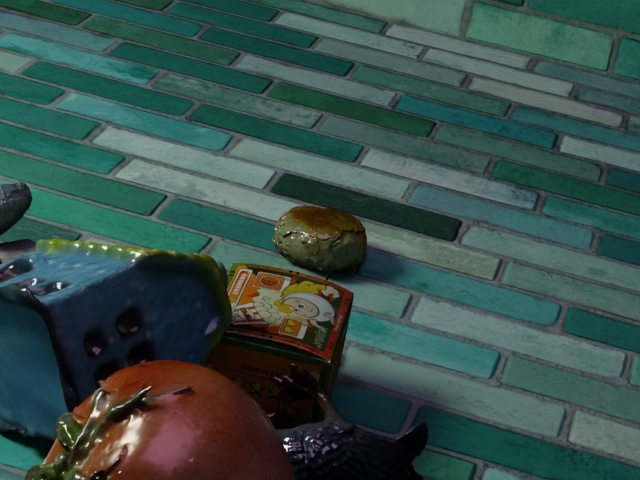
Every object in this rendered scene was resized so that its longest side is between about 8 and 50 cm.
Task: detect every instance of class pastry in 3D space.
[{"bbox_3d":[0.002,-0.005,2.461,0.153,0.081,0.153,4,28,-2],"label":"pastry"}]

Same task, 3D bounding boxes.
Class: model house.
[{"bbox_3d":[-0.269,0.100,1.927,0.303,0.216,0.237,-26,20,-40],"label":"model house"}]

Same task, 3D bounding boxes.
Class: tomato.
[{"bbox_3d":[-0.156,0.283,1.598,0.272,0.341,0.341,33,22,-18],"label":"tomato"}]

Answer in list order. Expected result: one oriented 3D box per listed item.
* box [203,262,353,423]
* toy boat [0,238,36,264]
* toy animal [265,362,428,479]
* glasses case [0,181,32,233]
[{"bbox_3d":[-0.064,0.145,2.079,0.177,0.148,0.195,14,28,5],"label":"box"},{"bbox_3d":[-0.474,0.078,2.090,0.293,0.111,0.276,-21,16,-37],"label":"toy boat"},{"bbox_3d":[-0.003,0.255,1.910,0.298,0.122,0.185,15,27,-19],"label":"toy animal"},{"bbox_3d":[-0.491,-0.019,2.172,0.109,0.282,0.067,-16,81,-38],"label":"glasses case"}]
